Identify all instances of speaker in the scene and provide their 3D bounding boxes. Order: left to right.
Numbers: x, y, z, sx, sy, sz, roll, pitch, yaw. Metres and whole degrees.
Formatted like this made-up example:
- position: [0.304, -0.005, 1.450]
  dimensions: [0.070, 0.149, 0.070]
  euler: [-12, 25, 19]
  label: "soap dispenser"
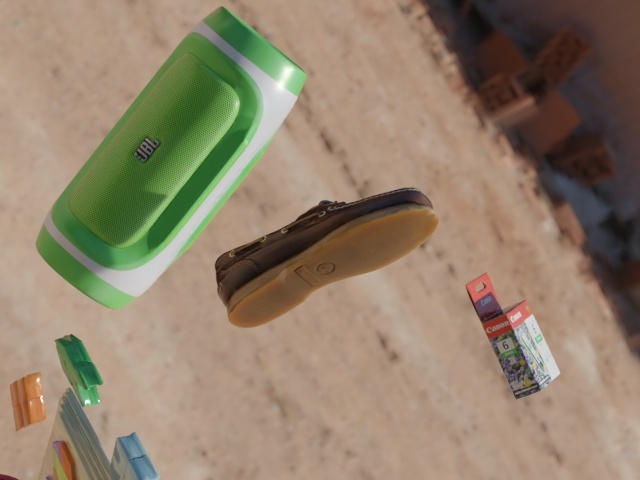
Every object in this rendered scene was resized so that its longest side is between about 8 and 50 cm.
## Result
- position: [-0.146, -0.079, 1.649]
  dimensions: [0.131, 0.296, 0.131]
  euler: [38, 5, -4]
  label: "speaker"

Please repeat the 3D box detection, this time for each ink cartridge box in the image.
- position: [0.177, 0.083, 1.554]
  dimensions: [0.115, 0.029, 0.063]
  euler: [66, 27, 0]
  label: "ink cartridge box"

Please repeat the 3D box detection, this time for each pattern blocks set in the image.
- position: [-0.203, 0.232, 1.420]
  dimensions: [0.026, 0.325, 0.285]
  euler: [-14, 44, -28]
  label: "pattern blocks set"

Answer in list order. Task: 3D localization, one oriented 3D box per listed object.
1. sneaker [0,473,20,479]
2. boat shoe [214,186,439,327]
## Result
- position: [-0.186, 0.170, 0.898]
  dimensions: [0.279, 0.107, 0.118]
  euler: [64, 15, -50]
  label: "sneaker"
- position: [0.000, 0.000, 1.480]
  dimensions: [0.073, 0.207, 0.073]
  euler: [56, 13, -51]
  label: "boat shoe"
